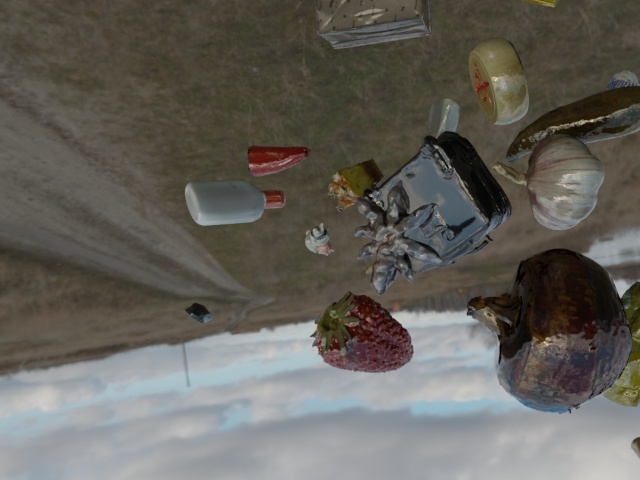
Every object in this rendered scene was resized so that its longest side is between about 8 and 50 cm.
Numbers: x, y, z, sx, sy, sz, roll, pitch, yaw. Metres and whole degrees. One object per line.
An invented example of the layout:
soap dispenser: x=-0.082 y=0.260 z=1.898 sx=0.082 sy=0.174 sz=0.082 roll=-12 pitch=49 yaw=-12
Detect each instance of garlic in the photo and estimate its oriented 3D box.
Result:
garlic: x=0.543 y=-0.151 z=1.435 sx=0.254 sy=0.244 sz=0.245 roll=7 pitch=172 yaw=-2

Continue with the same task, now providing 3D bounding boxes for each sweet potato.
sweet potato: x=0.686 y=-0.308 z=1.548 sx=0.423 sy=0.130 sz=0.131 roll=-17 pitch=170 yaw=31

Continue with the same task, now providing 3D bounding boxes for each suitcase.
suitcase: x=0.338 y=-0.098 z=1.689 sx=0.188 sy=0.339 sz=0.345 roll=-19 pitch=165 yaw=-44

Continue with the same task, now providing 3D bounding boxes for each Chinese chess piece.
Chinese chess piece: x=0.517 y=-0.460 z=1.701 sx=0.097 sy=0.250 sz=0.251 roll=-19 pitch=172 yaw=5

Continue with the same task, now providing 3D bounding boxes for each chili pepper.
chili pepper: x=-0.105 y=-0.223 z=1.553 sx=0.169 sy=0.088 sz=0.065 roll=-6 pitch=177 yaw=15

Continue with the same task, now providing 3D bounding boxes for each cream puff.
cream puff: x=0.863 y=0.262 z=1.397 sx=0.379 sy=0.377 sz=0.276 roll=-3 pitch=-157 yaw=-38

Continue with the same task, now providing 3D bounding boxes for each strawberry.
strawberry: x=0.149 y=0.354 z=2.080 sx=0.343 sy=0.292 sz=0.292 roll=38 pitch=146 yaw=-29

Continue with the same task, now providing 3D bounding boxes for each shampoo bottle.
shampoo bottle: x=-0.179 y=-0.086 z=1.271 sx=0.221 sy=0.108 sz=0.051 roll=-6 pitch=149 yaw=-35

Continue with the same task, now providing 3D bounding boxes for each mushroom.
mushroom: x=0.389 y=-0.325 z=2.012 sx=0.122 sy=0.328 sz=0.159 roll=25 pitch=-163 yaw=23

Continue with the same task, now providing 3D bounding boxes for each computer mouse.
computer mouse: x=-0.394 y=0.235 z=1.919 sx=0.047 sy=0.079 sz=0.135 roll=-52 pitch=169 yaw=-3

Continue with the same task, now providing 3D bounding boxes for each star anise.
star anise: x=0.154 y=-0.003 z=1.202 sx=0.229 sy=0.236 sz=0.093 roll=23 pitch=-175 yaw=30

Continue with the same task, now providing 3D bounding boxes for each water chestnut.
water chestnut: x=0.452 y=0.180 z=1.200 sx=0.303 sy=0.350 sz=0.350 roll=9 pitch=175 yaw=9

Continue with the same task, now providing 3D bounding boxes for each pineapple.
pineapple: x=0.110 y=-0.180 z=1.869 sx=0.186 sy=0.114 sz=0.236 roll=-33 pitch=180 yaw=6

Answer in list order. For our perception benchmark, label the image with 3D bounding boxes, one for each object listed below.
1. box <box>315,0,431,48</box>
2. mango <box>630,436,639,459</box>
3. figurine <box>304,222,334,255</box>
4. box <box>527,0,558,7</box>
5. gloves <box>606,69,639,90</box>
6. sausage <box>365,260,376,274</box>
box: x=0.145 y=-0.678 z=1.612 sx=0.297 sy=0.225 sz=0.190 roll=-3 pitch=-173 yaw=15
mango: x=0.743 y=0.457 z=1.275 sx=0.101 sy=0.066 sz=0.187 roll=-25 pitch=173 yaw=-4
figurine: x=0.008 y=-0.005 z=1.803 sx=0.098 sy=0.081 sz=0.146 roll=36 pitch=165 yaw=-8
box: x=0.538 y=-0.624 z=1.352 sx=0.087 sy=0.155 sz=0.023 roll=30 pitch=-171 yaw=29
gloves: x=0.889 y=-0.423 z=1.701 sx=0.097 sy=0.119 sz=0.229 roll=-25 pitch=-158 yaw=31
sausage: x=0.154 y=0.060 z=1.525 sx=0.024 sy=0.024 sz=0.132 roll=-6 pitch=161 yaw=-24
